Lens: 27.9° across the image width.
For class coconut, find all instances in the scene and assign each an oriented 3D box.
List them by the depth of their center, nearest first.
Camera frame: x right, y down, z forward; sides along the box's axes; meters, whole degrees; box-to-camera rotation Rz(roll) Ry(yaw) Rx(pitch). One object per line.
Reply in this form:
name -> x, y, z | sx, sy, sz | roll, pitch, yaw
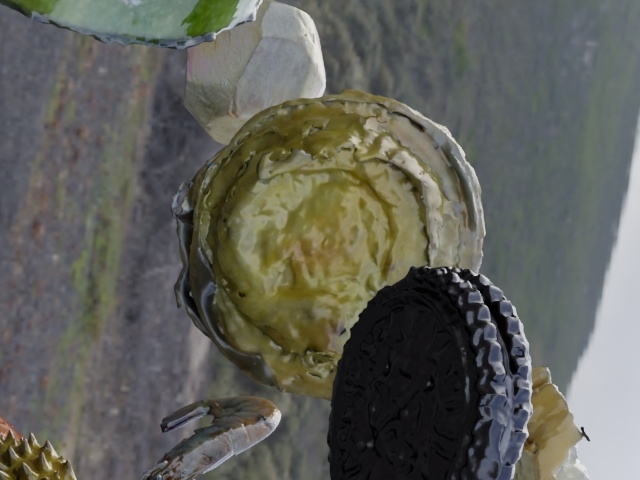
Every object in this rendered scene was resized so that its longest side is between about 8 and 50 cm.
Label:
coconut -> -0.102, -0.266, 1.963 | 0.197, 0.237, 0.236 | 33, 60, -55

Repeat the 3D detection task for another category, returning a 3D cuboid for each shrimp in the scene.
shrimp -> -0.189, 0.286, 1.831 | 0.296, 0.169, 0.058 | -26, 113, -42

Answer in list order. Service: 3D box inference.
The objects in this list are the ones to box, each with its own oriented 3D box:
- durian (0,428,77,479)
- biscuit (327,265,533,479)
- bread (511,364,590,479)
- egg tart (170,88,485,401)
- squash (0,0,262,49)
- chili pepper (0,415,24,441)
durian -> -0.299, 0.253, 1.090 | 0.138, 0.250, 0.183 | 13, 90, -43
biscuit -> 0.065, 0.109, 0.835 | 0.194, 0.053, 0.194 | -30, -126, 52
bread -> 0.233, 0.223, 1.368 | 0.211, 0.224, 0.183 | -32, -108, 46
egg tart -> 0.000, 0.000, 1.115 | 0.107, 0.291, 0.290 | 10, 87, -85
squash -> -0.129, -0.353, 0.962 | 0.309, 0.310, 0.310 | 121, -15, -44
chili pepper -> -0.522, 0.338, 1.770 | 0.251, 0.305, 0.229 | -43, 157, -21
